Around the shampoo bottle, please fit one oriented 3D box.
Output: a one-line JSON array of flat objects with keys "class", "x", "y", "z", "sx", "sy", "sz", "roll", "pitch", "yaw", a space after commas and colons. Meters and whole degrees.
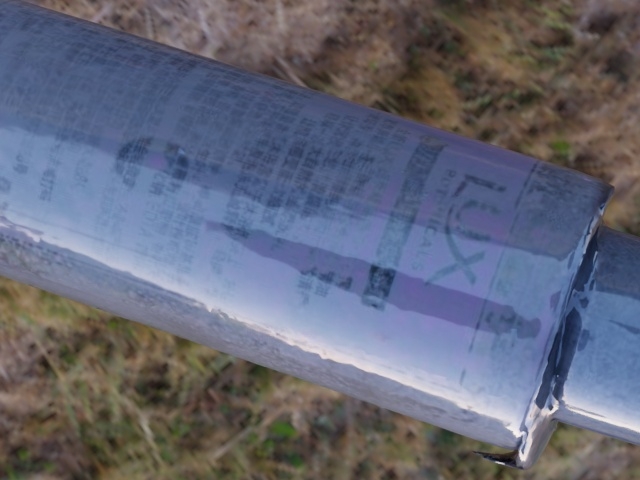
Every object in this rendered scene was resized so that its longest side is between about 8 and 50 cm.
[{"class": "shampoo bottle", "x": 0.000, "y": 0.000, "z": 0.361, "sx": 0.072, "sy": 0.214, "sz": 0.072, "roll": 18, "pitch": 90, "yaw": -79}]
